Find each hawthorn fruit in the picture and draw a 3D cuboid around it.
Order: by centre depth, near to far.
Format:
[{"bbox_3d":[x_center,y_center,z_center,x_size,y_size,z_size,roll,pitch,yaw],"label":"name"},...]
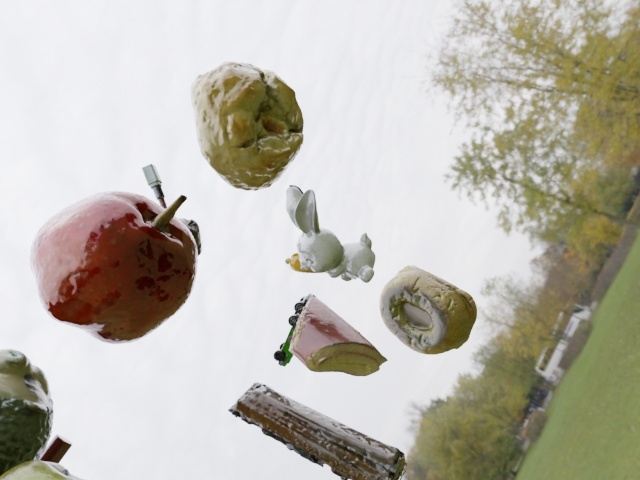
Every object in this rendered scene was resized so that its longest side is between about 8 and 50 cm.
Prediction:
[{"bbox_3d":[-0.361,0.025,1.014,0.330,0.287,0.287,-40,-20,18],"label":"hawthorn fruit"}]

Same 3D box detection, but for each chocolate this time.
[{"bbox_3d":[-0.005,0.341,0.965,0.102,0.329,0.065,-34,-38,-61],"label":"chocolate"}]

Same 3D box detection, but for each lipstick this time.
[{"bbox_3d":[-0.341,-0.107,1.131,0.025,0.107,0.025,-25,-11,3],"label":"lipstick"}]

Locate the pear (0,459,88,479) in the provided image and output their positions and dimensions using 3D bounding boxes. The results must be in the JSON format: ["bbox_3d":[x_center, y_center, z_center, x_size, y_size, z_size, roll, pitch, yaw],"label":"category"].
[{"bbox_3d":[-0.392,0.456,0.704,0.253,0.253,0.307,63,-141,-59],"label":"pear"}]

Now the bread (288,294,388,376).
[{"bbox_3d":[0.010,0.167,0.923,0.119,0.192,0.067,-16,-51,-45],"label":"bread"}]

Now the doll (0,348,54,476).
[{"bbox_3d":[-0.566,0.297,0.909,0.247,0.350,0.247,4,-98,-35],"label":"doll"}]

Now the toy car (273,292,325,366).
[{"bbox_3d":[-0.043,0.195,1.158,0.071,0.063,0.165,-30,-35,-79],"label":"toy car"}]

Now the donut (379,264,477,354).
[{"bbox_3d":[0.280,0.196,1.456,0.128,0.261,0.208,-14,-57,-50],"label":"donut"}]

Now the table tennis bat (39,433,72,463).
[{"bbox_3d":[-0.583,0.514,1.014,0.310,0.200,0.038,-58,-42,-23],"label":"table tennis bat"}]

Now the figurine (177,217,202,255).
[{"bbox_3d":[-0.512,-0.008,1.589,0.187,0.315,0.168,-107,9,-73],"label":"figurine"}]

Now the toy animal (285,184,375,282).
[{"bbox_3d":[0.000,0.000,0.914,0.182,0.131,0.127,28,-97,-22],"label":"toy animal"}]

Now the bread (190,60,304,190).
[{"bbox_3d":[-0.127,-0.220,0.998,0.244,0.134,0.244,11,-105,-44],"label":"bread"}]
